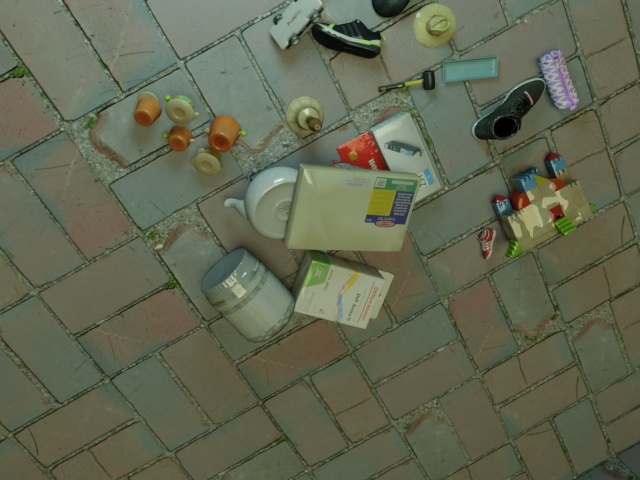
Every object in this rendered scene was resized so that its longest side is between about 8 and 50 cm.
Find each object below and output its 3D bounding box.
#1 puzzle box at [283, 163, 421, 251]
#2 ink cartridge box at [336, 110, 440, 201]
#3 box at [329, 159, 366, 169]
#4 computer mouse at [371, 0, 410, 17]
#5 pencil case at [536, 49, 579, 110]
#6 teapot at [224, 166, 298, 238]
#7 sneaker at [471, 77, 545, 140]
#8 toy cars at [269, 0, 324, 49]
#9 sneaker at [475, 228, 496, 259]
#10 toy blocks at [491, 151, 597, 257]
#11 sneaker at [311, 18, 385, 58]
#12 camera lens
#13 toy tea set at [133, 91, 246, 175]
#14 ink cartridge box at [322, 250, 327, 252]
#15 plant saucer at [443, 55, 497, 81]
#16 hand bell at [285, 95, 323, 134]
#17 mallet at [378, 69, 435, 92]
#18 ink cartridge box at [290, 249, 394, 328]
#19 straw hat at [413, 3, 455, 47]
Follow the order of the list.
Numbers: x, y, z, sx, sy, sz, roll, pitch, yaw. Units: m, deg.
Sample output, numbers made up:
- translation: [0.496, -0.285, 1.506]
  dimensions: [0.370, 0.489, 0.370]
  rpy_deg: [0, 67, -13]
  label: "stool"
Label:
- translation: [0.103, -0.095, 1.829]
  dimensions: [0.409, 0.052, 0.272]
  rpy_deg: [2, 116, -23]
  label: "puzzle box"
- translation: [0.235, -0.246, 1.958]
  dimensions: [0.261, 0.066, 0.296]
  rpy_deg: [-29, 113, -1]
  label: "ink cartridge box"
- translation: [0.070, -0.122, 1.921]
  dimensions: [0.123, 0.128, 0.256]
  rpy_deg: [10, 115, -13]
  label: "box"
- translation: [0.249, -0.815, 1.751]
  dimensions: [0.189, 0.072, 0.272]
  rpy_deg: [21, 104, -19]
  label: "computer mouse"
- translation: [0.810, -0.545, 1.954]
  dimensions: [0.086, 0.088, 0.206]
  rpy_deg: [-32, 113, 1]
  label: "pencil case"
- translation: [-0.133, -0.142, 1.857]
  dimensions: [0.256, 0.187, 0.252]
  rpy_deg: [21, 112, -33]
  label: "teapot"
- translation: [0.660, -0.431, 1.933]
  dimensions: [0.296, 0.147, 0.104]
  rpy_deg: [-39, 110, 3]
  label: "sneaker"
- translation: [-0.045, -0.760, 1.696]
  dimensions: [0.177, 0.087, 0.393]
  rpy_deg: [17, 110, 27]
  label: "toy cars"
- translation: [0.605, 0.012, 2.137]
  dimensions: [0.067, 0.042, 0.118]
  rpy_deg: [7, 100, -18]
  label: "sneaker"
- translation: [0.778, -0.143, 2.064]
  dimensions: [0.382, 0.191, 0.260]
  rpy_deg: [-28, 101, -1]
  label: "toy blocks"
- translation: [0.085, -0.642, 1.792]
  dimensions: [0.235, 0.084, 0.097]
  rpy_deg: [14, 80, -16]
  label: "sneaker"
- translation: [-0.236, 0.189, 1.936]
  dimensions: [0.219, 0.219, 0.274]
  rpy_deg: [-39, 112, 4]
  label: "camera lens"
- translation: [-0.401, -0.362, 1.783]
  dimensions: [0.336, 0.124, 0.200]
  rpy_deg: [37, 129, -24]
  label: "toy tea set"
- translation: [0.000, 0.000, 2.018]
  dimensions: [0.083, 0.028, 0.048]
  rpy_deg: [39, 98, -21]
  label: "ink cartridge box"
- translation: [0.497, -0.571, 1.919]
  dimensions: [0.192, 0.018, 0.067]
  rpy_deg: [-8, 111, -8]
  label: "plant saucer"
- translation: [-0.030, -0.367, 1.765]
  dimensions: [0.126, 0.242, 0.126]
  rpy_deg: [-3, 110, -10]
  label: "hand bell"
- translation: [0.286, -0.504, 1.895]
  dimensions: [0.190, 0.039, 0.062]
  rpy_deg: [-18, 114, 0]
  label: "mallet"
- translation: [0.090, 0.182, 2.053]
  dimensions: [0.354, 0.119, 0.207]
  rpy_deg: [16, 105, -17]
  label: "ink cartridge box"
- translation: [0.373, -0.683, 1.830]
  dimensions: [0.145, 0.061, 0.144]
  rpy_deg: [-4, 111, -10]
  label: "straw hat"
